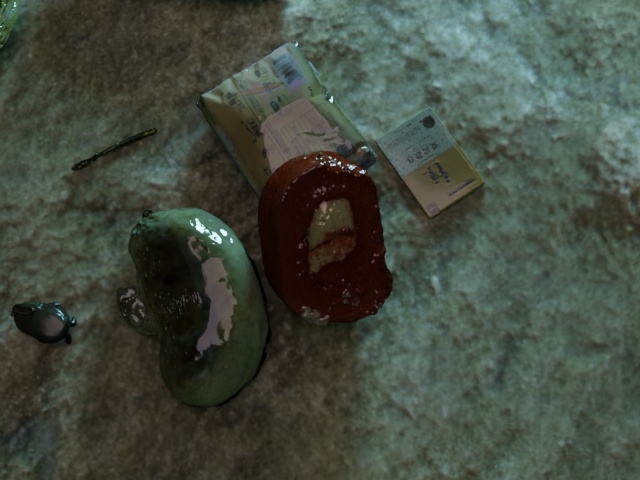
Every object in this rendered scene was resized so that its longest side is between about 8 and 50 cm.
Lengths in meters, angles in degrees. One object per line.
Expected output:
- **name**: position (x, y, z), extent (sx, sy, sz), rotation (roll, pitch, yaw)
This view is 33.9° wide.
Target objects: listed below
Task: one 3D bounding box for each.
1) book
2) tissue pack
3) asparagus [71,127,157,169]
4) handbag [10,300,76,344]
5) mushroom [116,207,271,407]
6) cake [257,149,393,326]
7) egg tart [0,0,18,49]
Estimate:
- **book**: position (0.190, -0.137, 1.830), extent (0.118, 0.012, 0.172), rotation (-33, 76, -6)
- **tissue pack**: position (-0.056, -0.189, 1.797), extent (0.215, 0.123, 0.256), rotation (-33, 76, -5)
- **asparagus**: position (-0.365, -0.163, 1.856), extent (0.166, 0.013, 0.016), rotation (-25, 65, -5)
- **handbag**: position (-0.469, 0.133, 1.762), extent (0.111, 0.047, 0.072), rotation (17, 82, 6)
- **mushroom**: position (-0.211, 0.098, 1.722), extent (0.247, 0.130, 0.344), rotation (-8, 74, -4)
- **cake**: position (0.000, 0.000, 1.682), extent (0.177, 0.151, 0.283), rotation (-15, 109, -15)
- **egg tart**: position (-0.634, -0.400, 1.896), extent (0.197, 0.078, 0.197), rotation (0, 75, 0)
